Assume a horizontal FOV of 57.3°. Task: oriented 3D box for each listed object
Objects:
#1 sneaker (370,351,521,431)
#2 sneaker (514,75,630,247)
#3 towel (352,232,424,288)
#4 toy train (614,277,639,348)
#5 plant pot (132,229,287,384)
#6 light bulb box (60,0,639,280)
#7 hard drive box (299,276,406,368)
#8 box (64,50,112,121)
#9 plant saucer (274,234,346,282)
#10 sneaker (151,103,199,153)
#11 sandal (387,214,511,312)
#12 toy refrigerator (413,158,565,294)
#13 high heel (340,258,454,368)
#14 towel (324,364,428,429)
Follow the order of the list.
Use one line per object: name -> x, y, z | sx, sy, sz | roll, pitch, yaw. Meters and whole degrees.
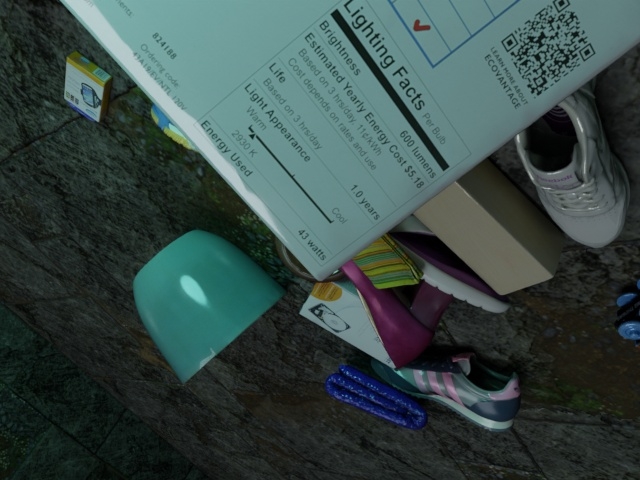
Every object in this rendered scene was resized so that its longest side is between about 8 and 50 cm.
sneaker -> 0.261, 0.269, 1.221 | 0.319, 0.112, 0.131 | 19, 119, 21
sneaker -> 0.290, -0.086, 0.707 | 0.114, 0.152, 0.305 | -7, 131, 38
towel -> 0.041, -0.015, 0.845 | 0.237, 0.021, 0.102 | 46, 146, -18
toy train -> 0.505, 0.094, 0.834 | 0.105, 0.080, 0.184 | 21, 142, 0
plant pot -> -0.255, 0.119, 1.256 | 0.235, 0.293, 0.293 | 49, 144, 2
light bulb box -> 0.021, -0.227, 0.529 | 0.361, 0.225, 0.358 | -37, 113, 10
hard drive box -> 0.095, 0.135, 1.169 | 0.232, 0.089, 0.181 | 29, 145, 2
box -> -0.443, -0.285, 1.112 | 0.081, 0.028, 0.136 | 36, 147, -6
plant saucer -> 0.000, 0.000, 1.042 | 0.168, 0.029, 0.168 | 1, 105, 4
sneaker -> -0.152, -0.192, 0.964 | 0.296, 0.112, 0.131 | 32, 106, 23
sandal -> 0.142, -0.021, 0.927 | 0.416, 0.169, 0.102 | 32, 104, -3
toy refrigerator -> 0.222, -0.050, 0.852 | 0.269, 0.094, 0.102 | 42, 144, -11
high heel -> 0.035, 0.073, 0.978 | 0.377, 0.127, 0.181 | 30, 103, -5
towel -> 0.134, 0.349, 1.322 | 0.227, 0.076, 0.308 | 19, 169, 12
